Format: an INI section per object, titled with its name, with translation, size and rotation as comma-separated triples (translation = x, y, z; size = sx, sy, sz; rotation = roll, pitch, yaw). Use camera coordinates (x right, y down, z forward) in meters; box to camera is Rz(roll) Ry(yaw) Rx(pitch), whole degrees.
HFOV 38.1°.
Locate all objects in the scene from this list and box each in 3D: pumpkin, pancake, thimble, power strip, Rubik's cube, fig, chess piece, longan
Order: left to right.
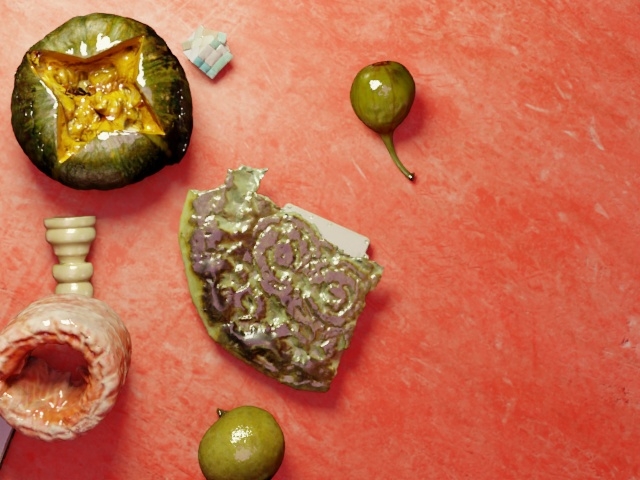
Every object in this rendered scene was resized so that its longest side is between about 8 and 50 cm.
[thimble]
translation = -0.441, 0.213, 1.574
size = 0.239, 0.162, 0.239
rotation = 0, 108, -1
[chess piece]
translation = -0.440, 0.041, 1.652
size = 0.094, 0.094, 0.170
rotation = -4, 96, -8
[pumpkin]
translation = -0.380, -0.240, 1.616
size = 0.321, 0.192, 0.320
rotation = 0, 89, -7
[Rubik's cube]
translation = -0.208, -0.352, 1.707
size = 0.084, 0.075, 0.073
rotation = -37, 47, -7
[longan]
translation = -0.145, 0.365, 1.651
size = 0.155, 0.176, 0.145
rotation = -18, 132, -29
[pancake]
translation = -0.093, 0.068, 1.692
size = 0.427, 0.067, 0.305
rotation = 40, 86, -5
[power strip]
translation = 0.000, 0.000, 1.733
size = 0.192, 0.035, 0.081
rotation = 24, 86, -6
[fig]
translation = 0.132, -0.221, 1.743
size = 0.124, 0.124, 0.236
rotation = -22, 114, -8

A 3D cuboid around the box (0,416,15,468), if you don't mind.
[box]
translation = -0.704, 0.317, 1.615
size = 0.325, 0.047, 0.180
rotation = 21, 84, -6
